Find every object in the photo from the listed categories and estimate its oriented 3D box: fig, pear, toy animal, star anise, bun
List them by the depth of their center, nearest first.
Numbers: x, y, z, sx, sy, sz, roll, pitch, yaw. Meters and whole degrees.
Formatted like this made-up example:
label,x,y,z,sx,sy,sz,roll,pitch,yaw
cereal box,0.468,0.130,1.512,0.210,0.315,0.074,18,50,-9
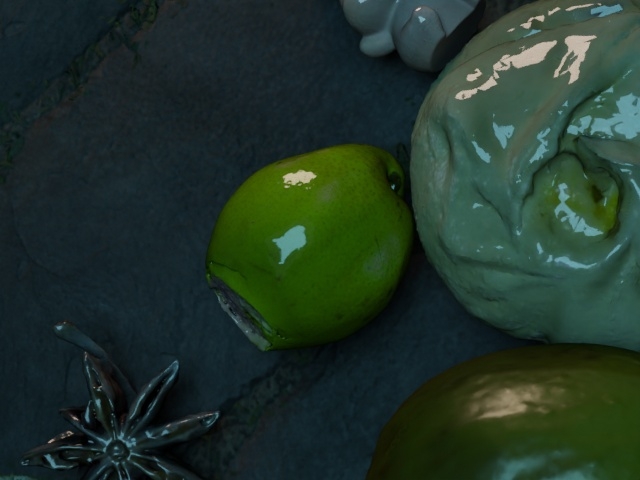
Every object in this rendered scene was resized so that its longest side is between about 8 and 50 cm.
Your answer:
label,x,y,z,sx,sy,sz,roll,pitch,yaw
fig,0.207,0.240,1.184,0.343,0.343,0.343,-3,80,15
bun,0.248,-0.070,1.287,0.365,0.219,0.365,-2,79,12
pear,0.000,0.000,1.372,0.220,0.187,0.187,-36,72,-15
toy animal,0.057,-0.253,1.421,0.212,0.124,0.124,36,91,23
star anise,-0.203,0.195,1.435,0.209,0.089,0.231,-1,86,3
